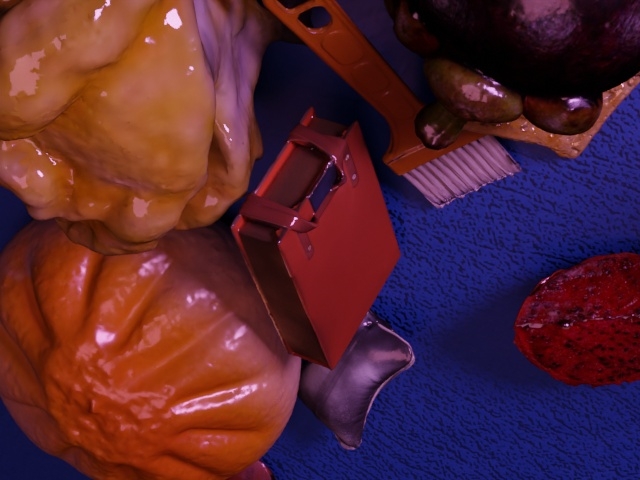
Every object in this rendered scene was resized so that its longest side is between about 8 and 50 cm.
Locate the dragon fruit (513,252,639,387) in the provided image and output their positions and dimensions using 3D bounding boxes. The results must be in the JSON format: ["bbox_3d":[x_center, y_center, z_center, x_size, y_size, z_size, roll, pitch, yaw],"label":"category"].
[{"bbox_3d":[0.239,0.066,1.228,0.162,0.083,0.106,-10,138,7],"label":"dragon fruit"}]

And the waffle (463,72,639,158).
[{"bbox_3d":[0.164,-0.112,1.125,0.152,0.023,0.097,9,131,-33],"label":"waffle"}]

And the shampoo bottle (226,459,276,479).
[{"bbox_3d":[-0.131,0.312,1.468,0.102,0.064,0.260,33,122,-5],"label":"shampoo bottle"}]

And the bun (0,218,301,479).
[{"bbox_3d":[-0.168,0.104,1.300,0.299,0.165,0.299,6,119,10],"label":"bun"}]

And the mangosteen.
[{"bbox_3d":[0.139,-0.165,1.028,0.211,0.211,0.250,29,111,-3],"label":"mangosteen"}]

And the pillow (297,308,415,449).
[{"bbox_3d":[0.025,0.114,1.319,0.091,0.055,0.136,31,121,-2],"label":"pillow"}]

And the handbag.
[{"bbox_3d":[0.000,0.000,1.174,0.063,0.127,0.190,20,153,26],"label":"handbag"}]

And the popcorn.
[{"bbox_3d":[-0.158,-0.147,1.077,0.281,0.297,0.316,-11,146,18],"label":"popcorn"}]

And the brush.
[{"bbox_3d":[0.049,-0.112,1.114,0.090,0.017,0.314,-24,143,22],"label":"brush"}]
